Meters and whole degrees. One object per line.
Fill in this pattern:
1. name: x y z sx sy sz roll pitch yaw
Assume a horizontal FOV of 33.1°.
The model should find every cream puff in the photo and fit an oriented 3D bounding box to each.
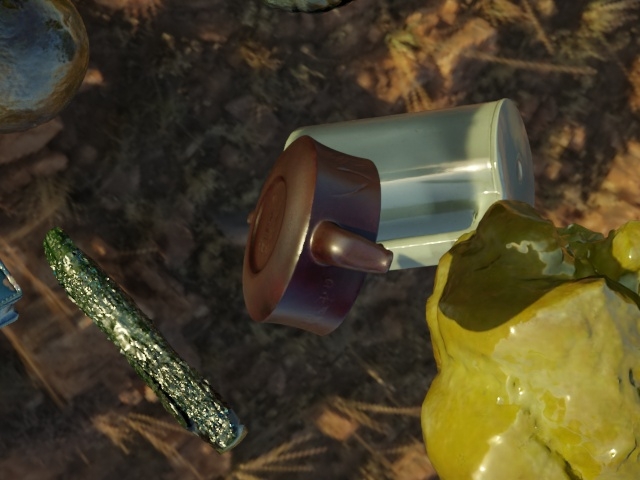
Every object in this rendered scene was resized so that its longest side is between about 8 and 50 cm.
1. cream puff: 0.146 0.088 0.523 0.195 0.195 0.221 -41 135 -10

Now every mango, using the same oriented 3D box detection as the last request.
1. mango: -0.366 -0.224 1.231 0.193 0.146 0.316 -24 166 -8

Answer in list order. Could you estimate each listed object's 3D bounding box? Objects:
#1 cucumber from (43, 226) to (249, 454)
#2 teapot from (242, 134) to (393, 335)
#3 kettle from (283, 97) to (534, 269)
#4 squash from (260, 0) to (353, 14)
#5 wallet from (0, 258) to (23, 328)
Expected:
1. cucumber: -0.159 0.085 0.933 0.044 0.256 0.043 -44 165 -5
2. teapot: 0.000 0.000 0.386 0.045 0.100 0.067 18 91 -17
3. kettle: 0.114 -0.075 1.488 0.265 0.318 0.205 -17 101 -66
4. squash: -0.007 -0.325 1.024 0.172 0.218 0.218 -40 147 -55
5. wallet: -0.408 0.059 1.066 0.202 0.141 0.059 -32 171 -42
